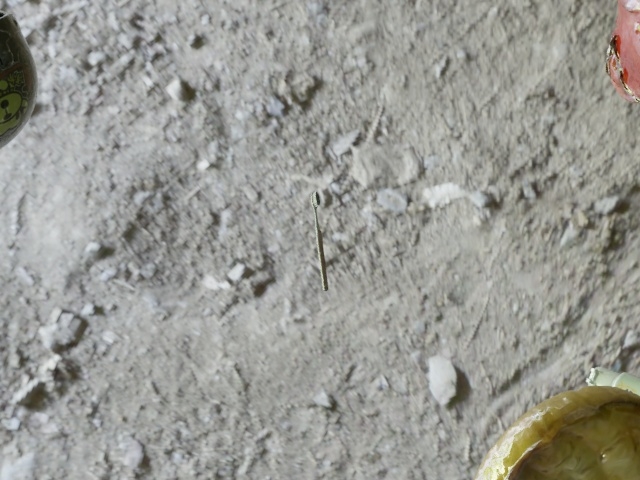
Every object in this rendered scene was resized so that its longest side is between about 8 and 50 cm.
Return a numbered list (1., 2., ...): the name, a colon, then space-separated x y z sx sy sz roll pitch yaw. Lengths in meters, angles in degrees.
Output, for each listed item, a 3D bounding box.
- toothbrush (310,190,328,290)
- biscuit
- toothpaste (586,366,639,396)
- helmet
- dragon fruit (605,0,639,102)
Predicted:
1. toothbrush: 0.000 0.000 0.897 0.006 0.008 0.096 6 68 -32
2. biscuit: 0.309 0.312 1.216 0.296 0.296 0.102 -43 34 -4
3. toothpaste: 0.522 0.248 1.383 0.314 0.058 0.056 20 82 47
4. helmet: -0.476 -0.174 1.257 0.279 0.230 0.160 -19 110 36
5. dragon fruit: 0.387 -0.205 0.892 0.241 0.252 0.241 -8 48 9
